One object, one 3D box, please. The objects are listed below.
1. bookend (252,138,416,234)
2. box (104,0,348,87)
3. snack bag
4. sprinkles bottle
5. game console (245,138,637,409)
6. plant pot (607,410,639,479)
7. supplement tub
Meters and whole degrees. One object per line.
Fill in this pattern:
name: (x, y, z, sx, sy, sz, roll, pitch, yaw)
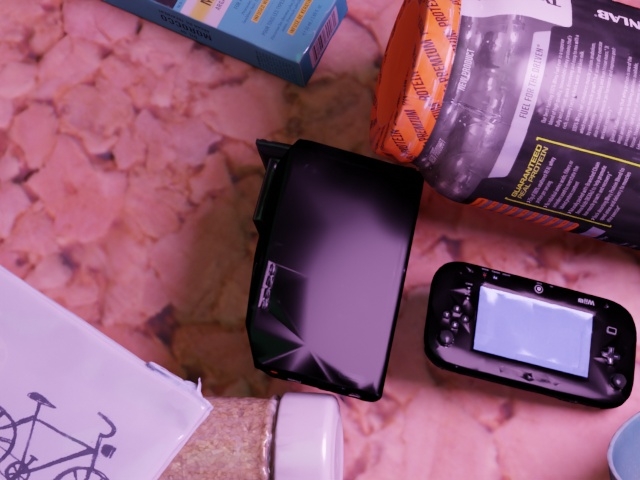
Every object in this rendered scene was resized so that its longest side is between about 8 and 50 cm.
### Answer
bookend: (0.000, 0.000, 1.522, 0.157, 0.072, 0.156, 12, 72, 11)
box: (-0.103, -0.251, 1.628, 0.244, 0.060, 0.101, 24, 75, 13)
snack bag: (-0.313, 0.186, 1.381, 0.323, 0.037, 0.342, 31, 74, 15)
sprinkles bottle: (-0.160, 0.195, 1.444, 0.355, 0.121, 0.121, 0, 70, 6)
game console: (0.116, 0.051, 1.450, 0.361, 0.044, 0.213, 15, 73, -10)
plant pot: (0.386, 0.253, 1.308, 0.290, 0.290, 0.195, -7, 106, 4)
supplement tub: (0.226, -0.111, 1.420, 0.338, 0.207, 0.207, 15, 72, -10)
